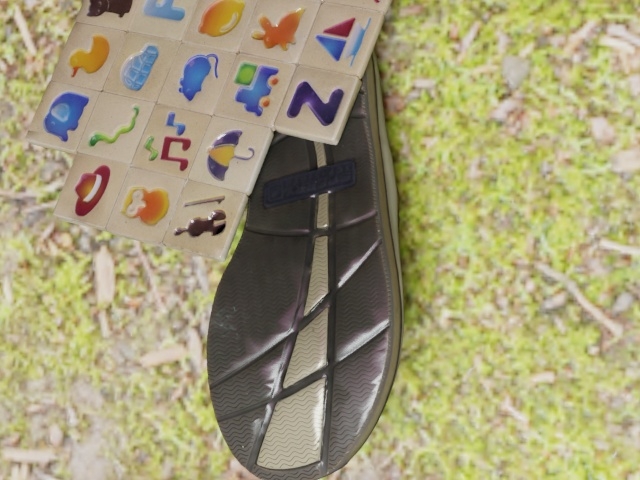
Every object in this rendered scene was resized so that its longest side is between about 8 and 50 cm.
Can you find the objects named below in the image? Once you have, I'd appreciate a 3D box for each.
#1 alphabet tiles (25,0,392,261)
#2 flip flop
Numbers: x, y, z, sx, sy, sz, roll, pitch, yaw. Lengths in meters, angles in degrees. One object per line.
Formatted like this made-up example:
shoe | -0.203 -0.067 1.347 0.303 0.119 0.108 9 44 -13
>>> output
alphabet tiles | -0.062 -0.109 0.933 0.198 0.009 0.237 14 77 28
flip flop | 0.000 0.000 0.914 0.112 0.080 0.277 -10 66 21
